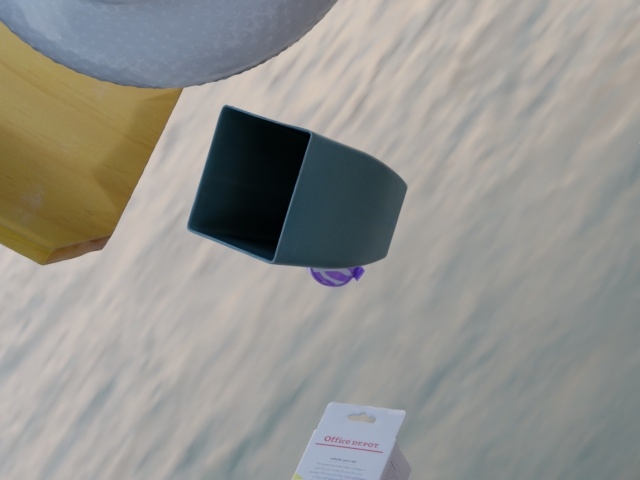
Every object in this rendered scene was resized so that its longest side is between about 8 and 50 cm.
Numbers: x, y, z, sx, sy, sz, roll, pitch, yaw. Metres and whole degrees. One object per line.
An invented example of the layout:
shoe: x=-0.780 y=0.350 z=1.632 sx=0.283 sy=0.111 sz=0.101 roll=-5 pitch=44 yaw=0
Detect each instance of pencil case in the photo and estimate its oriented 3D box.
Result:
pencil case: x=0.000 y=0.000 z=2.286 sx=0.086 sy=0.088 sz=0.206 roll=-52 pitch=24 yaw=12

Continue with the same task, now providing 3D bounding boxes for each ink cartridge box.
ink cartridge box: x=0.028 y=0.268 z=1.607 sx=0.104 sy=0.061 sz=0.181 roll=4 pitch=50 yaw=31

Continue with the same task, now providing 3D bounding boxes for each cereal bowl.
cereal bowl: x=-0.131 y=-0.265 z=1.070 sx=0.339 sy=0.339 sz=0.141 roll=-49 pitch=4 yaw=21

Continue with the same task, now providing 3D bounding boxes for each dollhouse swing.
dollhouse swing: x=-0.345 y=-0.108 z=1.326 sx=0.315 sy=0.305 sz=0.346 roll=-31 pitch=30 yaw=43

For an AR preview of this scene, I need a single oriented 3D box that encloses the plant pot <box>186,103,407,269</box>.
plant pot: x=-0.012 y=-0.052 z=1.881 sx=0.165 sy=0.234 sz=0.165 roll=21 pitch=95 yaw=43
